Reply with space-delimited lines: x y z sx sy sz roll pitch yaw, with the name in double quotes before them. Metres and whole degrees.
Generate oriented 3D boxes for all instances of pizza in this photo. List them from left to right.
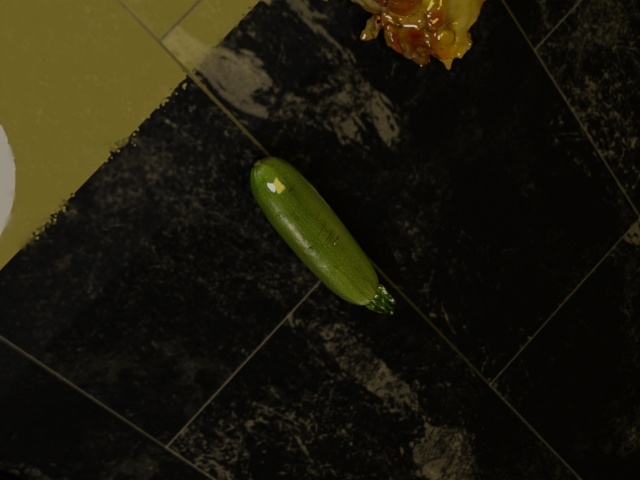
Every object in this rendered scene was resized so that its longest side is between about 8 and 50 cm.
"pizza" 0.122 -0.294 0.810 0.289 0.081 0.229 -25 117 -17

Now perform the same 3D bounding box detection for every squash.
"squash" 0.000 0.000 0.864 0.066 0.066 0.252 -42 119 -6

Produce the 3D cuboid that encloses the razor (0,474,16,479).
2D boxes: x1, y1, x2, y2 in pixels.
"razor" -0.342 0.305 0.817 0.090 0.054 0.148 -49 119 -2
